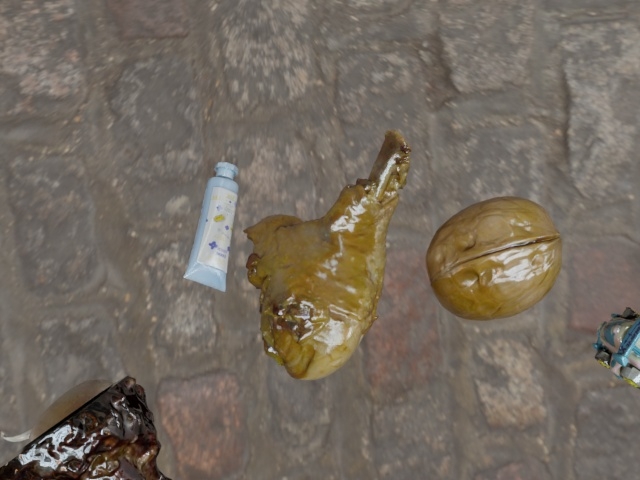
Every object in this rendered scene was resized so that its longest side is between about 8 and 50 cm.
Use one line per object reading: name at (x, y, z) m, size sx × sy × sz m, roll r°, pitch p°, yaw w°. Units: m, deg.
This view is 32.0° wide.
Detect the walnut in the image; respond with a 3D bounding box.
walnut at (0.244, 0.027, 1.569) m, size 0.207 × 0.167 × 0.167 m, roll -25°, pitch 106°, yaw 32°

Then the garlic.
garlic at (-0.356, 0.266, 1.629) m, size 0.148 × 0.266 × 0.128 m, roll 5°, pitch 82°, yaw -34°

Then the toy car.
toy car at (0.502, 0.156, 1.839) m, size 0.098 × 0.161 × 0.126 m, roll 37°, pitch 87°, yaw -31°

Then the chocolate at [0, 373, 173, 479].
chocolate at (-0.271, 0.295, 1.352) m, size 0.224 × 0.206 × 0.177 m, roll -37°, pitch 92°, yaw -8°

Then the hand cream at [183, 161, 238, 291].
hand cream at (-0.137, -0.021, 1.471) m, size 0.065 × 0.043 × 0.170 m, roll 22°, pitch 64°, yaw -31°

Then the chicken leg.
chicken leg at (0.000, 0.000, 1.746) m, size 0.182 × 0.295 × 0.409 m, roll 25°, pitch 93°, yaw -45°
